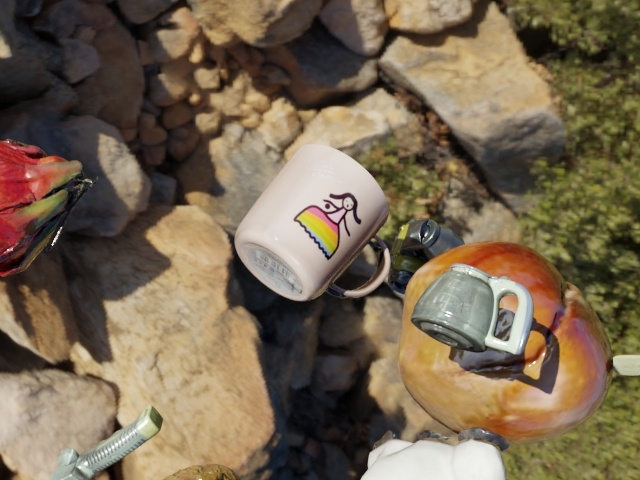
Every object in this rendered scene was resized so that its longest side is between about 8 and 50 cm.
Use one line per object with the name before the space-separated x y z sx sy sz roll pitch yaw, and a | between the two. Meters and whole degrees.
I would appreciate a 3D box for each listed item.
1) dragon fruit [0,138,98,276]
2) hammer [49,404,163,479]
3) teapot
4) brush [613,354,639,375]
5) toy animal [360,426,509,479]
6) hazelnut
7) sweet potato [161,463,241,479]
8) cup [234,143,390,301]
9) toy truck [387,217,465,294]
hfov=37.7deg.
dragon fruit | -0.450 -0.060 1.285 0.293 0.234 0.234 -17 110 13
hammer | -0.376 0.372 1.630 0.226 0.159 0.041 -33 112 7
teapot | 0.198 0.085 1.239 0.111 0.149 0.108 33 74 -30
brush | 0.711 0.249 1.879 0.020 0.336 0.085 -22 92 -30
toy animal | 0.098 0.404 1.078 0.194 0.258 0.357 20 59 10
hazelnut | 0.301 0.167 1.547 0.372 0.315 0.372 12 58 -20
sweet potato | -0.202 0.384 1.269 0.385 0.109 0.109 -16 110 -71
cup | 0.000 0.000 1.540 0.253 0.191 0.200 46 64 -15
toy truck | 0.252 0.045 1.868 0.224 0.165 0.147 30 61 -16
